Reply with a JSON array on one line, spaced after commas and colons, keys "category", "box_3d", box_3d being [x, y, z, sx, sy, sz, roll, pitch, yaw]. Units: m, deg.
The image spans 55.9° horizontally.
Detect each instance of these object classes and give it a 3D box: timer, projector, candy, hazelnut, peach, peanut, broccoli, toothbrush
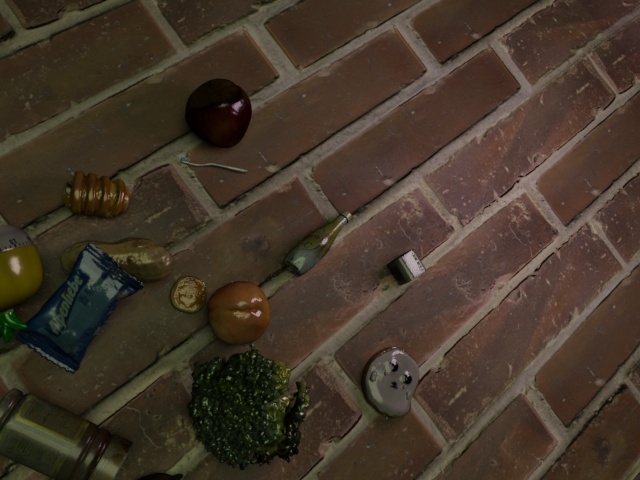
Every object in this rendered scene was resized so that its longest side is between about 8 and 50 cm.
[{"category": "timer", "box_3d": [-0.798, 0.120, 1.464, 0.285, 0.285, 0.285, 5, 75, -18]}, {"category": "projector", "box_3d": [0.275, 0.085, 1.922, 0.083, 0.083, 0.082, -31, 87, -23]}, {"category": "candy", "box_3d": [-0.618, 0.182, 1.550, 0.187, 0.077, 0.331, 38, 95, -7]}, {"category": "hazelnut", "box_3d": [-0.295, -0.373, 1.804, 0.208, 0.208, 0.208, 5, 75, -18]}, {"category": "peach", "box_3d": [-0.224, 0.200, 1.677, 0.184, 0.184, 0.184, 5, 75, -18]}, {"category": "peanut", "box_3d": [-0.547, 0.053, 1.631, 0.290, 0.130, 0.130, -1, 77, -20]}, {"category": "broccoli", "box_3d": [-0.183, 0.430, 1.574, 0.272, 0.324, 0.334, -34, 101, -33]}, {"category": "toothbrush", "box_3d": [-0.323, -0.226, 1.834, 0.204, 0.017, 0.022, 9, 93, -16]}]

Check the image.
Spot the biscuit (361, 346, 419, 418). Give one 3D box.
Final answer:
[{"category": "biscuit", "box_3d": [0.219, 0.427, 1.838, 0.181, 0.049, 0.208, 30, 71, -11]}]

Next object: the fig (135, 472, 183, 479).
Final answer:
[{"category": "fig", "box_3d": [-0.419, 0.642, 1.547, 0.109, 0.103, 0.155, 21, 27, 27]}]

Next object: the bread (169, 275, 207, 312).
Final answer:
[{"category": "bread", "box_3d": [-0.374, 0.153, 1.717, 0.110, 0.024, 0.110, 5, 74, -17]}]

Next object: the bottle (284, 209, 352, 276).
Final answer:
[{"category": "bottle", "box_3d": [0.000, 0.000, 1.852, 0.083, 0.083, 0.269, 46, 64, -3]}]

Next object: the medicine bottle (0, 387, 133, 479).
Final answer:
[{"category": "medicine bottle", "box_3d": [-0.641, 0.495, 1.473, 0.322, 0.151, 0.151, 30, 69, -9]}]

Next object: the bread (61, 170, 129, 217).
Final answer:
[{"category": "bread", "box_3d": [-0.621, -0.128, 1.675, 0.177, 0.084, 0.119, 6, 75, -21]}]
